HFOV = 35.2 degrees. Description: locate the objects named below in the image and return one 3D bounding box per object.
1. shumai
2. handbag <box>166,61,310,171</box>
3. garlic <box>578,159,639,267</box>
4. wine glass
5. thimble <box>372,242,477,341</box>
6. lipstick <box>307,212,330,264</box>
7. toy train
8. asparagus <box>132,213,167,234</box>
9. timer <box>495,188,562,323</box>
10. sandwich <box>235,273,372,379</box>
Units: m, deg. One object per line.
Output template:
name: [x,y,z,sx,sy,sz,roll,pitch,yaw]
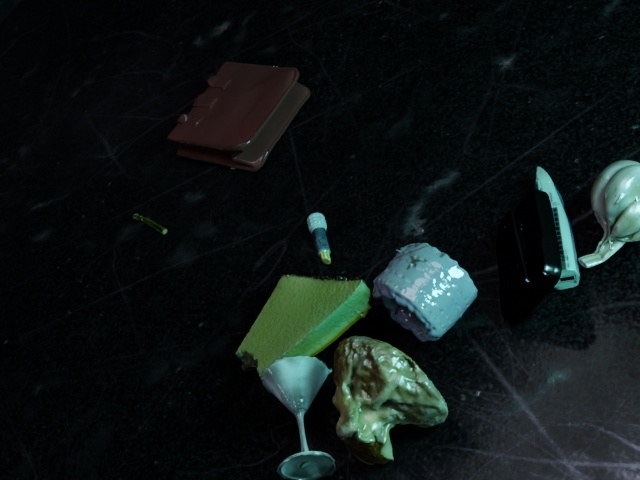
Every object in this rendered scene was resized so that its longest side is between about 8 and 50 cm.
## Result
shumai: [0.083,0.252,1.561,0.209,0.161,0.153,30,69,27]
handbag: [-0.184,-0.287,2.267,0.276,0.084,0.260,11,61,40]
garlic: [0.470,-0.040,1.597,0.194,0.127,0.131,-51,-2,9]
wine glass: [-0.030,0.290,1.639,0.122,0.122,0.183,-24,48,14]
thimble: [0.170,0.085,1.668,0.118,0.127,0.151,-46,31,-13]
lipstick: [0.000,0.000,1.929,0.037,0.037,0.116,-25,48,14]
toy train: [0.391,-0.035,1.679,0.048,0.055,0.252,-13,48,18]
asparagus: [-0.378,-0.038,2.228,0.127,0.015,0.018,24,68,44]
timer: [0.325,0.023,1.621,0.144,0.055,0.187,118,160,-46]
sandwich: [-0.033,0.163,1.752,0.245,0.063,0.212,0,54,56]
